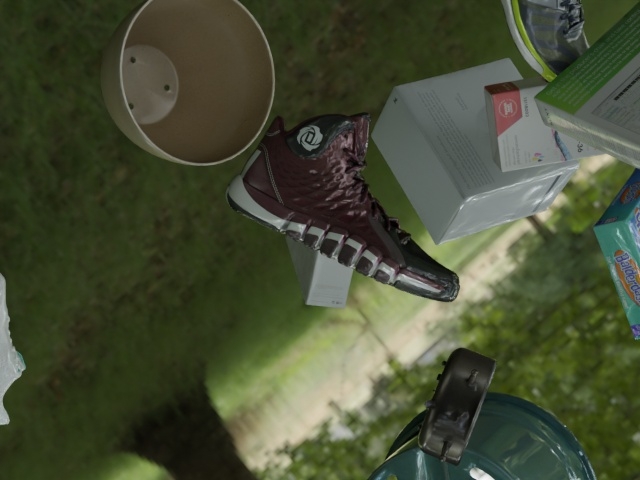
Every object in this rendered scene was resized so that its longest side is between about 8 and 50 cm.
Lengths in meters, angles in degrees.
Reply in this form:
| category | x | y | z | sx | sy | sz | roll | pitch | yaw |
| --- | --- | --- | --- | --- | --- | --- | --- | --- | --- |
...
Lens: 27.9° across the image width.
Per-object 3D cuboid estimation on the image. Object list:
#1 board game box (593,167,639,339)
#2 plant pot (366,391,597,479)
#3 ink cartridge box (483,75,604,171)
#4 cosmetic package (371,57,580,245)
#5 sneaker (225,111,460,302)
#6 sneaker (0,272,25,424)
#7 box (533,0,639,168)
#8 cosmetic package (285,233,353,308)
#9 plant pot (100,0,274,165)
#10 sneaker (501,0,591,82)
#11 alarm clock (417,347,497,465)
| category | x | y | z | sx | sy | sz | roll | pitch | yaw |
| --- | --- | --- | --- | --- | --- | --- | --- | --- | --- |
| board game box | 0.426 | 0.008 | 1.661 | 0.047 | 0.160 | 0.210 | -14 | -163 | 34 |
| plant pot | 0.201 | 0.392 | 1.777 | 0.341 | 0.341 | 0.334 | -42 | 167 | 12 |
| ink cartridge box | 0.338 | -0.173 | 1.808 | 0.198 | 0.115 | 0.067 | -11 | -163 | -1 |
| cosmetic package | 0.237 | -0.141 | 2.015 | 0.224 | 0.224 | 0.138 | -16 | 154 | -27 |
| sneaker | 0.049 | -0.052 | 1.414 | 0.162 | 0.281 | 0.106 | -64 | 178 | 0 |
| sneaker | -0.445 | 0.150 | 1.762 | 0.080 | 0.094 | 0.212 | -17 | -118 | 58 |
| box | 0.444 | -0.173 | 1.517 | 0.232 | 0.322 | 0.058 | -42 | 134 | -13 |
| cosmetic package | 0.000 | 0.000 | 1.816 | 0.239 | 0.060 | 0.099 | -110 | -153 | -65 |
| plant pot | -0.243 | -0.261 | 2.089 | 0.284 | 0.284 | 0.191 | -38 | -157 | -30 |
| sneaker | 0.294 | -0.329 | 1.640 | 0.121 | 0.300 | 0.111 | -18 | -163 | 39 |
| alarm clock | 0.158 | 0.188 | 1.493 | 0.192 | 0.064 | 0.129 | 9 | 102 | -78 |
